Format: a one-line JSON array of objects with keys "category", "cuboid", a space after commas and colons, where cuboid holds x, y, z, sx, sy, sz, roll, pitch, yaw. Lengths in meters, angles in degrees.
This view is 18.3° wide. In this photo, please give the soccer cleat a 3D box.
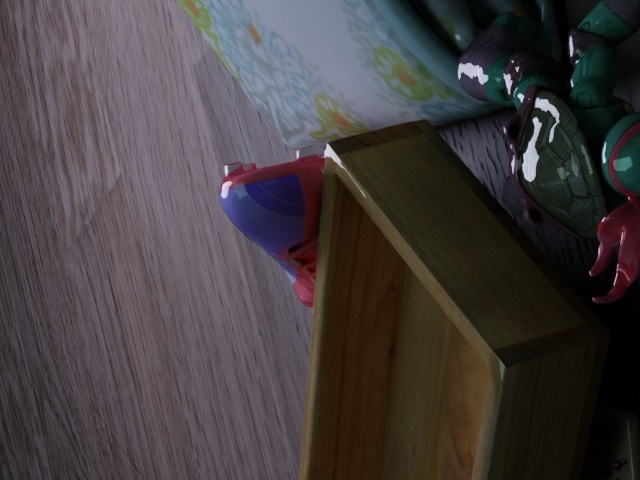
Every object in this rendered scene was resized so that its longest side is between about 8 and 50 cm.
[{"category": "soccer cleat", "cuboid": [0.000, 0.000, 1.256, 0.248, 0.083, 0.095, 26, -127, -76]}]

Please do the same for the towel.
[{"category": "towel", "cuboid": [-0.038, -0.222, 1.207, 0.374, 0.090, 0.320, 54, 163, -10]}]

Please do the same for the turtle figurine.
[{"category": "turtle figurine", "cuboid": [0.145, -0.051, 0.980, 0.234, 0.118, 0.175, -156, 60, -70]}]

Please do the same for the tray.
[{"category": "tray", "cuboid": [0.066, 0.153, 1.209, 0.203, 0.076, 0.411, 53, 150, 42]}]

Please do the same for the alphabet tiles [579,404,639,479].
[{"category": "alphabet tiles", "cuboid": [0.113, 0.172, 1.253, 0.342, 0.011, 0.285, -175, 76, -66]}]
